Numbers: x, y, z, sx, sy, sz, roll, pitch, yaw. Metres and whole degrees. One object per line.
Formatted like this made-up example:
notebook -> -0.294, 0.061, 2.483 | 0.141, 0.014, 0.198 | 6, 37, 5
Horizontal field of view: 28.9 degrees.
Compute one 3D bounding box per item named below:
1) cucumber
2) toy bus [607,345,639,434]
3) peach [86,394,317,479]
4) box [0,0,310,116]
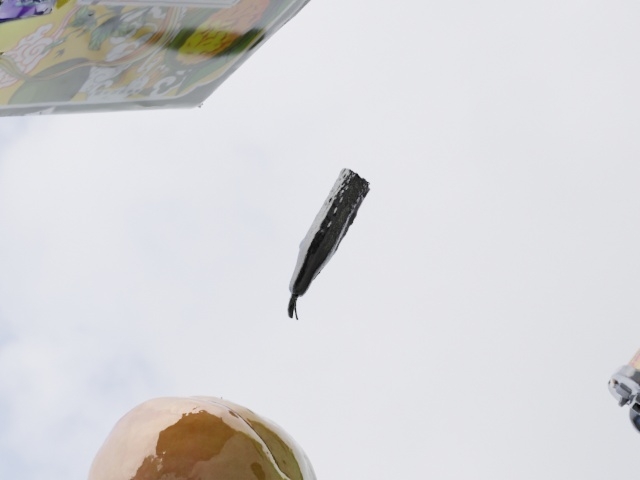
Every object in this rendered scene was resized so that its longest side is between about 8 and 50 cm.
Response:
cucumber -> 0.000, 0.000, 1.220 | 0.163, 0.039, 0.043 | -59, -40, -25
toy bus -> 0.392, 0.154, 1.177 | 0.136, 0.209, 0.126 | -50, -16, -10
peach -> -0.095, 0.206, 0.976 | 0.184, 0.184, 0.184 | -13, -65, -30
box -> -0.125, -0.242, 0.858 | 0.373, 0.138, 0.420 | -39, -14, 31
